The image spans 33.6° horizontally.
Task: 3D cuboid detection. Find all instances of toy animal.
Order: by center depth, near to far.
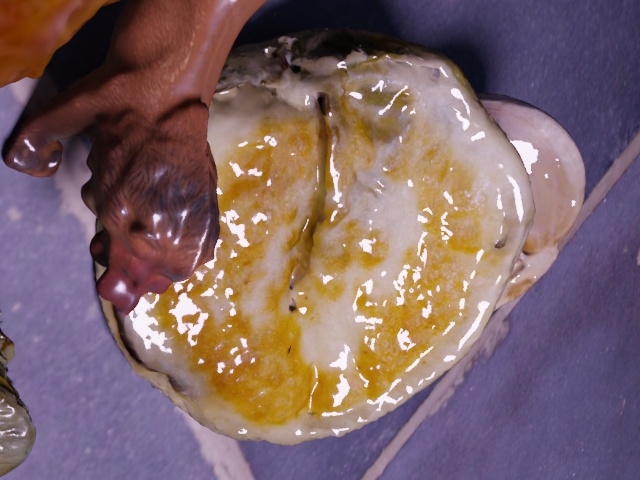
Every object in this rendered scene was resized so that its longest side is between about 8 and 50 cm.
[{"bbox_3d":[-0.085,-0.111,0.630,0.097,0.158,0.312,19,92,-53],"label":"toy animal"}]

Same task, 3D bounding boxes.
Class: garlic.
[{"bbox_3d":[0.112,-0.033,0.923,0.229,0.143,0.178,-35,101,7],"label":"garlic"}]

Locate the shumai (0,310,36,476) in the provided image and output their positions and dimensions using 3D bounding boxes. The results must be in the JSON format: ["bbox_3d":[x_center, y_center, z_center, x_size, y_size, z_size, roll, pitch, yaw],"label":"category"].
[{"bbox_3d":[-0.222,0.080,0.613,0.124,0.087,0.099,17,126,-16],"label":"shumai"}]

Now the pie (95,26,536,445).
[{"bbox_3d":[0.000,0.000,0.787,0.339,0.077,0.339,-7,108,-22],"label":"pie"}]

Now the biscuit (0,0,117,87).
[{"bbox_3d":[-0.247,-0.206,0.379,0.342,0.166,0.395,-46,138,-31],"label":"biscuit"}]
